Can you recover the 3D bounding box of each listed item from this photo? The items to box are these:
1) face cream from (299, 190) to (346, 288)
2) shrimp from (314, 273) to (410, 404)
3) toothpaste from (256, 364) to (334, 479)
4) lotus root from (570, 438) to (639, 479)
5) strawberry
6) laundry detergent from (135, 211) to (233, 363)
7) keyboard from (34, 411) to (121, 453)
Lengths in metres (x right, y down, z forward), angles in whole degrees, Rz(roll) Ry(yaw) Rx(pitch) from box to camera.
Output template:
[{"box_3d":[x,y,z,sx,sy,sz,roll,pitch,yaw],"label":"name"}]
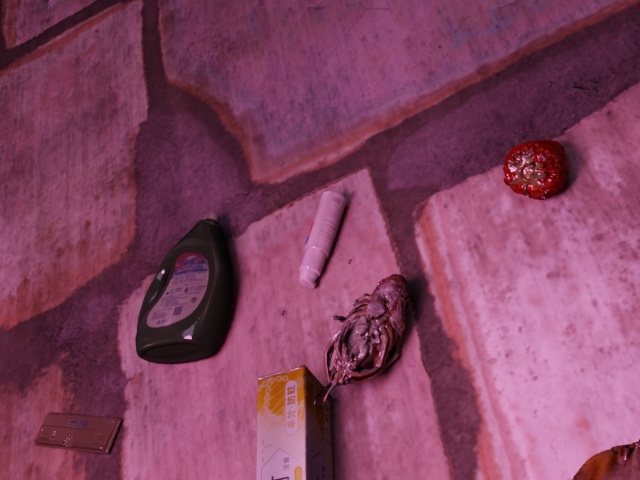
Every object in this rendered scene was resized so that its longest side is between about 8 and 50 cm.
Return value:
[{"box_3d":[0.000,0.000,1.417,0.034,0.034,0.130,-2,58,33],"label":"face cream"},{"box_3d":[0.048,0.113,1.263,0.074,0.073,0.190,30,59,22],"label":"shrimp"},{"box_3d":[-0.027,0.288,1.182,0.071,0.089,0.313,-15,50,17],"label":"toothpaste"},{"box_3d":[0.256,0.311,0.934,0.167,0.078,0.329,-50,27,45],"label":"lotus root"},{"box_3d":[0.254,-0.085,1.301,0.073,0.073,0.083,4,24,35],"label":"strawberry"},{"box_3d":[-0.173,0.056,1.469,0.137,0.063,0.211,-15,50,32],"label":"laundry detergent"},{"box_3d":[-0.314,0.248,1.452,0.129,0.015,0.049,-2,52,33],"label":"keyboard"}]
